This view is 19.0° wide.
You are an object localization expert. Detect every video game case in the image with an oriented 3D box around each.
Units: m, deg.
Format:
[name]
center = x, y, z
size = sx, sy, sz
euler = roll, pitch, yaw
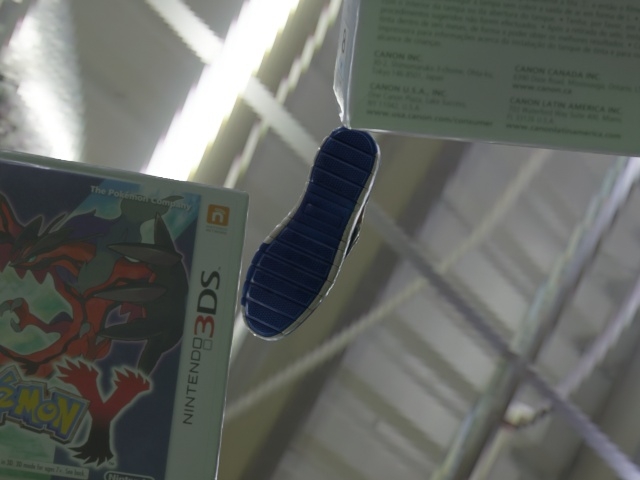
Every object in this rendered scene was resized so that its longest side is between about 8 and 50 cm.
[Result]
[video game case]
center = -0.146, 0.043, 1.009
size = 0.023, 0.201, 0.183
euler = 123, 155, -67

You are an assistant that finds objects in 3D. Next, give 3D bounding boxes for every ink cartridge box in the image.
[ink cartridge box]
center = 0.184, -0.249, 1.248
size = 0.308, 0.091, 0.385
euler = 5, -72, -6

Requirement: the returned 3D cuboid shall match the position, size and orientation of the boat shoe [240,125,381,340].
[boat shoe]
center = 0.000, 0.000, 1.524
size = 0.183, 0.066, 0.066
euler = -60, -14, -3
